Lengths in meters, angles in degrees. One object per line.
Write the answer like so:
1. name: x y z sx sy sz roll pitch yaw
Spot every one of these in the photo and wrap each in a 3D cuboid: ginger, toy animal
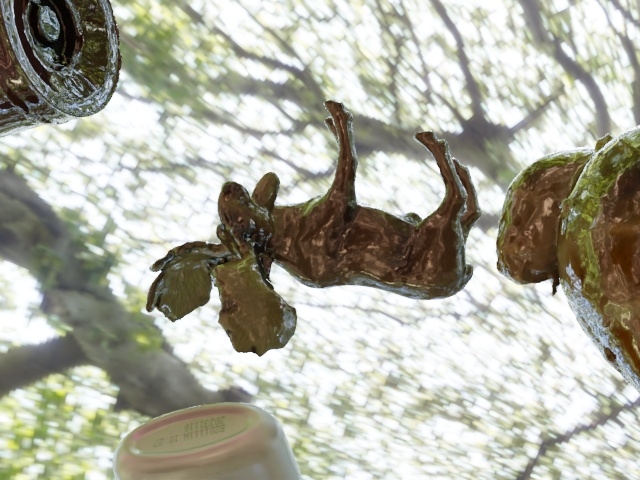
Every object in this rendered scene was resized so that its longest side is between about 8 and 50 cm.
1. ginger: 0.278 -0.002 1.068 0.375 0.176 0.256 -3 -116 27
2. toy animal: 0.000 0.000 1.224 0.214 0.094 0.186 16 -100 -1

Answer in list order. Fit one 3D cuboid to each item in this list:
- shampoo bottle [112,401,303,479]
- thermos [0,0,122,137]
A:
1. shampoo bottle: -0.052 0.195 1.129 0.108 0.221 0.051 -13 -142 4
2. thermos: -0.220 -0.084 0.898 0.232 0.099 0.124 -12 -109 28
